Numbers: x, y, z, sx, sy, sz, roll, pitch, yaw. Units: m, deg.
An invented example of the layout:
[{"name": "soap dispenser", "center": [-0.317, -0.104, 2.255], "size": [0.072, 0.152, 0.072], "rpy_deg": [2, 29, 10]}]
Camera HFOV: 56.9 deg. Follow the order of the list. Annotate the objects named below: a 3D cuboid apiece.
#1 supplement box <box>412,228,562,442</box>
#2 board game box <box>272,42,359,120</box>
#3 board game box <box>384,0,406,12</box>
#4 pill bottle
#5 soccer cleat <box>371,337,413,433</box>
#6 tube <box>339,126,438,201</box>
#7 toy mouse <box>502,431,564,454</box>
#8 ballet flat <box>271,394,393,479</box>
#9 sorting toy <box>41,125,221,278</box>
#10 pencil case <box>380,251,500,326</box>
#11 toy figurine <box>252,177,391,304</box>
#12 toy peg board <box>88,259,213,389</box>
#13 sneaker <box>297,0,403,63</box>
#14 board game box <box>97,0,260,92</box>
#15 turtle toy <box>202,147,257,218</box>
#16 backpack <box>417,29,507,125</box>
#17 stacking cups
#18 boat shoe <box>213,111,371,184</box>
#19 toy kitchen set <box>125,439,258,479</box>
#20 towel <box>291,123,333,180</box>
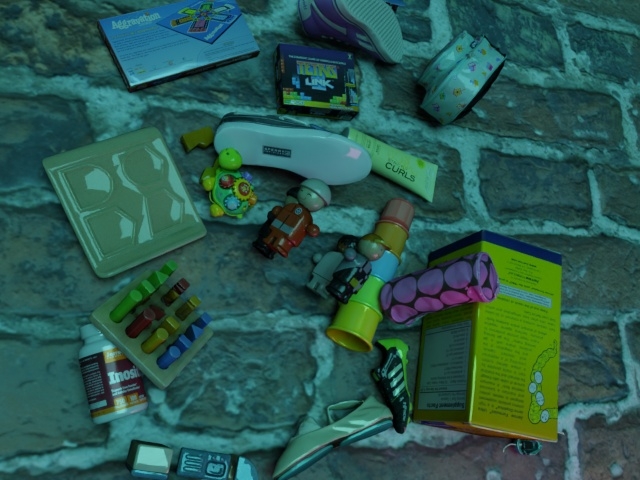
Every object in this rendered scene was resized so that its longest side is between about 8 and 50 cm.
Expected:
[{"name": "supplement box", "center": [0.325, 0.190, 1.147], "size": [0.195, 0.194, 0.357], "rpy_deg": [16, 70, -18]}, {"name": "board game box", "center": [-0.009, -0.331, 1.239], "size": [0.170, 0.048, 0.141], "rpy_deg": [0, 76, -22]}, {"name": "board game box", "center": [0.108, -0.544, 1.324], "size": [0.168, 0.033, 0.133], "rpy_deg": [34, 32, 20]}, {"name": "pill bottle", "center": [-0.332, 0.204, 0.933], "size": [0.086, 0.086, 0.152], "rpy_deg": [-13, 81, -25]}, {"name": "soccer cleat", "center": [0.134, 0.275, 1.125], "size": [0.072, 0.060, 0.179], "rpy_deg": [5, 67, -11]}, {"name": "tube", "center": [0.148, -0.167, 1.253], "size": [0.240, 0.062, 0.070], "rpy_deg": [23, 108, -20]}, {"name": "toy mouse", "center": [0.408, 0.386, 1.216], "size": [0.143, 0.031, 0.161], "rpy_deg": [-38, 92, -27]}, {"name": "ballet flat", "center": [0.013, 0.342, 1.049], "size": [0.248, 0.086, 0.086], "rpy_deg": [-16, 82, -27]}, {"name": "sorting toy", "center": [-0.302, -0.089, 1.059], "size": [0.307, 0.041, 0.229], "rpy_deg": [-27, 89, -33]}, {"name": "pencil case", "center": [0.215, 0.092, 1.054], "size": [0.095, 0.209, 0.098], "rpy_deg": [-40, 104, -49]}, {"name": "toy figurine", "center": [0.000, 0.000, 1.056], "size": [0.209, 0.213, 0.148], "rpy_deg": [37, 79, -8]}, {"name": "toy peg board", "center": [-0.250, 0.122, 0.951], "size": [0.161, 0.079, 0.161], "rpy_deg": [46, 30, -4]}, {"name": "sneaker", "center": [0.062, -0.465, 1.278], "size": [0.282, 0.161, 0.102], "rpy_deg": [24, 70, -50]}, {"name": "board game box", "center": [-0.272, -0.396, 1.160], "size": [0.281, 0.027, 0.145], "rpy_deg": [-25, 87, -26]}, {"name": "turtle toy", "center": [-0.160, -0.104, 1.081], "size": [0.095, 0.066, 0.130], "rpy_deg": [-18, 95, -44]}, {"name": "backpack", "center": [0.301, -0.354, 1.306], "size": [0.144, 0.166, 0.188], "rpy_deg": [35, 62, -8]}, {"name": "stacking cups", "center": [0.108, 0.060, 1.164], "size": [0.096, 0.096, 0.316], "rpy_deg": [31, 61, -12]}, {"name": "boat shoe", "center": [-0.049, -0.187, 1.135], "size": [0.300, 0.108, 0.102], "rpy_deg": [8, 43, -3]}, {"name": "toy kitchen set", "center": [-0.202, 0.409, 0.908], "size": [0.207, 0.122, 0.166], "rpy_deg": [15, 70, -18]}, {"name": "towel", "center": [-0.014, -0.178, 1.203], "size": [0.067, 0.029, 0.120], "rpy_deg": [23, 68, -14]}]
